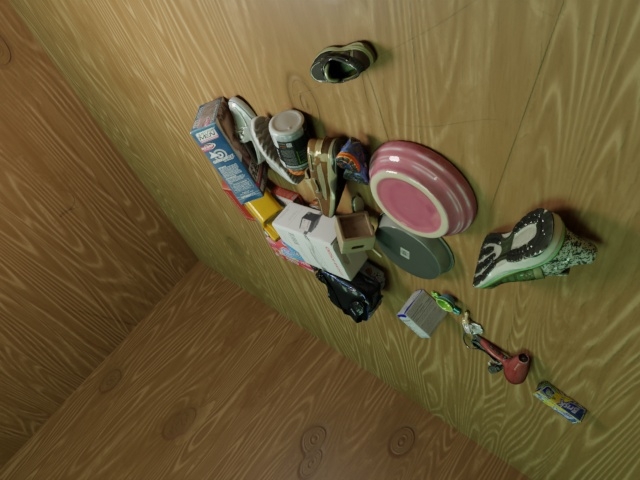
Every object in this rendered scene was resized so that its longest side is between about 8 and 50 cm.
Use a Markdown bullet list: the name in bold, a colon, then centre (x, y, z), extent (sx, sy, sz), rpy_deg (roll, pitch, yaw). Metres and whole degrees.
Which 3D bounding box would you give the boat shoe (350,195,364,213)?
- **boat shoe**: centre (0.124, -0.104, 1.742), extent (0.043, 0.049, 0.137), rpy_deg (28, 161, 34)

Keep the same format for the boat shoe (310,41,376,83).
- **boat shoe**: centre (0.035, -0.412, 1.227), extent (0.223, 0.073, 0.080), rpy_deg (9, 143, 54)

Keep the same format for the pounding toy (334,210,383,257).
- **pounding toy**: centre (0.128, -0.013, 1.703), extent (0.100, 0.141, 0.130), rpy_deg (93, 166, -55)

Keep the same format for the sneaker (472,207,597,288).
- **sneaker**: centre (0.518, 0.061, 1.286), extent (0.182, 0.158, 0.410), rpy_deg (23, 165, -3)

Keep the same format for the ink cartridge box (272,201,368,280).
- **ink cartridge box**: centre (0.000, 0.000, 1.947), extent (0.307, 0.129, 0.223), rpy_deg (20, 152, 39)

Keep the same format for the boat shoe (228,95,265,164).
- **boat shoe**: centre (-0.251, -0.374, 1.788), extent (0.095, 0.084, 0.258), rpy_deg (18, 150, 46)

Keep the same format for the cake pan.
- **cake pan**: centre (0.296, 0.024, 1.693), extent (0.293, 0.054, 0.293), rpy_deg (35, 159, 15)

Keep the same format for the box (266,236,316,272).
- **box**: centre (-0.102, 0.023, 2.281), extent (0.256, 0.123, 0.128), rpy_deg (23, 152, 40)

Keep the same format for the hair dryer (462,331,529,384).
- **hair dryer**: centre (0.649, 0.434, 1.874), extent (0.223, 0.080, 0.293), rpy_deg (46, 159, -12)

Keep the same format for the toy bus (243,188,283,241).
- **toy bus**: centre (-0.250, -0.157, 2.097), extent (0.333, 0.108, 0.130), rpy_deg (50, 169, 12)

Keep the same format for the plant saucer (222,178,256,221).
- **plant saucer**: centre (-0.335, -0.172, 2.402), extent (0.258, 0.048, 0.259), rpy_deg (15, 148, 50)

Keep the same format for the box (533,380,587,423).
- **box**: centre (0.856, 0.579, 1.845), extent (0.169, 0.054, 0.059), rpy_deg (35, 159, 12)

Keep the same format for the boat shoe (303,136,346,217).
- **boat shoe**: centre (0.012, -0.203, 1.607), extent (0.119, 0.123, 0.324), rpy_deg (16, 145, 11)

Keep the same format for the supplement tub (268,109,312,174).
- **supplement tub**: centre (-0.082, -0.299, 1.600), extent (0.117, 0.117, 0.190), rpy_deg (29, 156, 29)

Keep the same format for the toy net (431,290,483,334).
- **toy net**: centre (0.492, 0.274, 1.869), extent (0.232, 0.045, 0.122), rpy_deg (46, 159, -15)

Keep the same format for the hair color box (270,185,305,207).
- **hair color box**: centre (-0.132, -0.165, 2.064), extent (0.141, 0.043, 0.072), rpy_deg (24, 154, 40)

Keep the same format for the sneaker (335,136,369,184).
- **sneaker**: centre (0.109, -0.224, 1.486), extent (0.083, 0.087, 0.221), rpy_deg (22, 172, 16)

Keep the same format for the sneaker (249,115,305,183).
- **sneaker**: centre (-0.166, -0.301, 1.759), extent (0.115, 0.105, 0.281), rpy_deg (18, 151, 45)

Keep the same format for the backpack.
- **backpack**: centre (0.138, 0.198, 2.102), extent (0.276, 0.213, 0.263), rpy_deg (37, 152, 28)

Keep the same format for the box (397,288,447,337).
- **box**: centre (0.384, 0.278, 1.950), extent (0.137, 0.126, 0.072), rpy_deg (43, 161, -6)

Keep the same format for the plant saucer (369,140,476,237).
- **plant saucer**: centre (0.261, -0.121, 1.416), extent (0.332, 0.084, 0.332), rpy_deg (35, 158, 16)

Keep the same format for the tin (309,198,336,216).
- **tin**: centre (0.024, -0.081, 1.979), extent (0.106, 0.040, 0.190), rpy_deg (20, 152, 52)

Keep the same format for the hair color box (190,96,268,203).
- **hair color box**: centre (-0.318, -0.318, 1.865), extent (0.105, 0.174, 0.347), rpy_deg (-17, 133, 17)
